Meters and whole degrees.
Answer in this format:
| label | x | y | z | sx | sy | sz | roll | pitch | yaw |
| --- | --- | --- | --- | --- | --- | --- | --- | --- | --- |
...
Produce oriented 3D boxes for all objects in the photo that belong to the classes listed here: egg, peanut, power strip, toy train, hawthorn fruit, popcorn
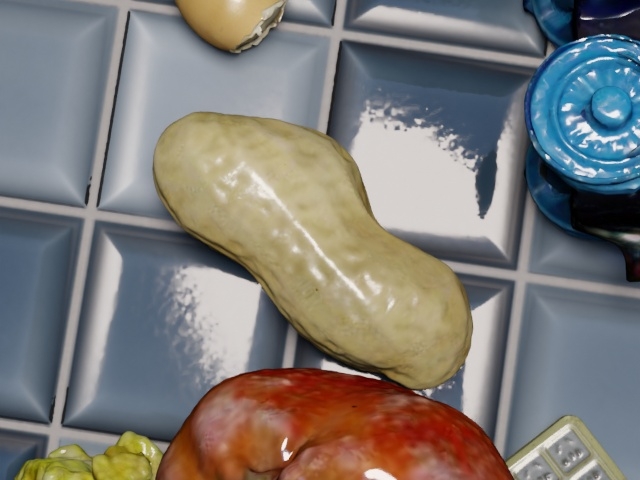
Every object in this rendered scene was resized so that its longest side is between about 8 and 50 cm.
| label | x | y | z | sx | sy | sz | roll | pitch | yaw |
| --- | --- | --- | --- | --- | --- | --- | --- | --- | --- |
| egg | -0.071 | -0.189 | 1.042 | 0.080 | 0.080 | 0.096 | -42 | 89 | -4 |
| peanut | 0.000 | 0.000 | 1.014 | 0.274 | 0.111 | 0.125 | 42 | 70 | 1 |
| power strip | 0.143 | 0.205 | 1.029 | 0.169 | 0.028 | 0.076 | -38 | 86 | -4 |
| toy train | 0.272 | -0.125 | 0.964 | 0.265 | 0.188 | 0.300 | 1 | 76 | 8 |
| hawthorn fruit | 0.014 | 0.219 | 0.884 | 0.284 | 0.284 | 0.284 | 0 | 84 | 0 |
| popcorn | -0.157 | 0.201 | 0.972 | 0.126 | 0.145 | 0.126 | -8 | 78 | -8 |
